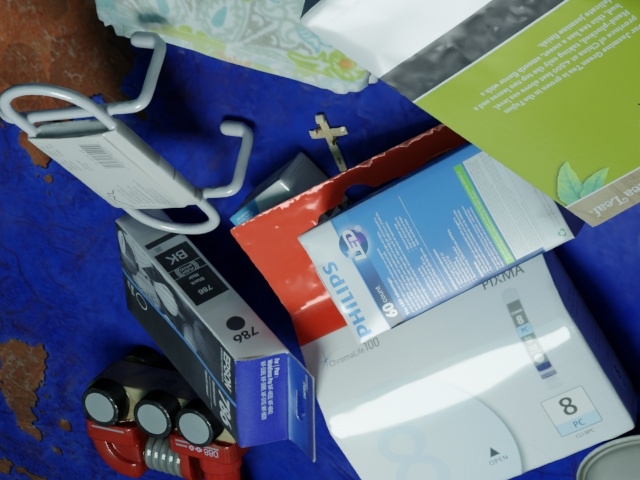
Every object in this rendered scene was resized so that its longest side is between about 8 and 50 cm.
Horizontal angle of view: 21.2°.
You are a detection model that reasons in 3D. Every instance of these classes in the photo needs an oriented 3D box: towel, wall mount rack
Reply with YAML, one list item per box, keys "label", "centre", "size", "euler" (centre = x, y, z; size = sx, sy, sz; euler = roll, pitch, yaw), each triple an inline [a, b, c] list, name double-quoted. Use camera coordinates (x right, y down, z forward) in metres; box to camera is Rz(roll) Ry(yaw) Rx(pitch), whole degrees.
- label: "towel"
  centre: [-0.080, -0.337, 1.686]
  size: [0.320, 0.090, 0.374]
  euler: [16, 132, 17]
- label: "wall mount rack"
  centre: [-0.254, -0.128, 1.879]
  size: [0.304, 0.131, 0.350]
  euler: [-1, 155, 28]

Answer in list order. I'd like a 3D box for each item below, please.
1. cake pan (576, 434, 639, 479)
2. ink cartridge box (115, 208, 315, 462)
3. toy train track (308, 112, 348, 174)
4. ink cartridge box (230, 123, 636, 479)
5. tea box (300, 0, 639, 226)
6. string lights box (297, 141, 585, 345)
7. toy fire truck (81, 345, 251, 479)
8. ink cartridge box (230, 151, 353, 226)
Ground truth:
- label: "cake pan"
  centre: [0.419, 0.310, 1.863]
  size: [0.293, 0.054, 0.293]
  euler: [14, 147, 10]
- label: "ink cartridge box"
  centre: [-0.124, 0.115, 1.978]
  size: [0.332, 0.065, 0.165]
  euler: [44, 150, 34]
- label: "toy train track"
  centre: [0.013, -0.100, 1.868]
  size: [0.048, 0.014, 0.083]
  euler: [-5, 122, 35]
- label: "ink cartridge box"
  centre: [0.119, 0.096, 1.844]
  size: [0.308, 0.091, 0.385]
  euler: [-25, 111, 22]
- label: "tea box"
  centre: [0.194, -0.250, 1.353]
  size: [0.323, 0.329, 0.220]
  euler: [32, 139, -26]
- label: "string lights box"
  centre: [0.122, -0.011, 1.750]
  size: [0.259, 0.077, 0.133]
  euler: [-28, 94, 22]
- label: "toy fire truck"
  centre: [-0.174, 0.272, 2.213]
  size: [0.217, 0.158, 0.246]
  euler: [9, 119, 26]
- label: "ink cartridge box"
  centre: [0.000, 0.000, 1.922]
  size: [0.180, 0.060, 0.104]
  euler: [45, 135, -10]
